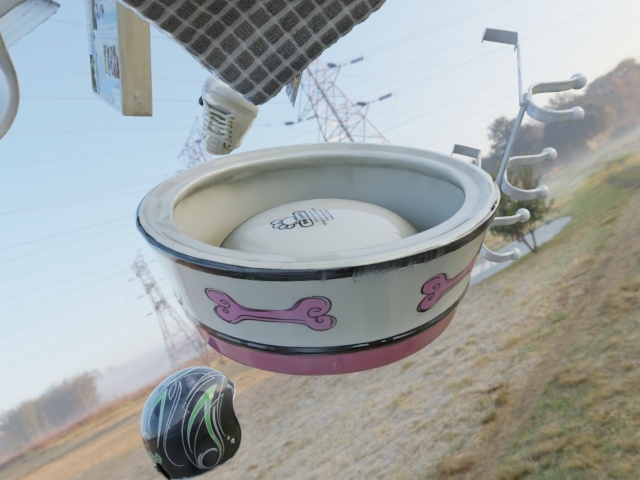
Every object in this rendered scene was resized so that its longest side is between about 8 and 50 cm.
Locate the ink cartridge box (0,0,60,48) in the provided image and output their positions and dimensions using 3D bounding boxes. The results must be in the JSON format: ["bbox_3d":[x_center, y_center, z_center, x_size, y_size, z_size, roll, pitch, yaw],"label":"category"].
[{"bbox_3d":[-0.531,-0.384,0.789,0.153,0.087,0.208,-39,25,-2],"label":"ink cartridge box"}]

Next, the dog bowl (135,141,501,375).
[{"bbox_3d":[0.000,0.000,0.596,0.407,0.151,0.408,-3,26,1],"label":"dog bowl"}]

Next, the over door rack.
[{"bbox_3d":[0.292,-0.156,0.736,0.324,0.108,0.240,-82,-2,-51],"label":"over door rack"}]

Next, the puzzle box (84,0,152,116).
[{"bbox_3d":[-0.391,-0.397,0.916,0.052,0.272,0.409,-7,22,-30],"label":"puzzle box"}]

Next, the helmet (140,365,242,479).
[{"bbox_3d":[-0.224,0.306,0.840,0.169,0.162,0.169,-12,1,0],"label":"helmet"}]

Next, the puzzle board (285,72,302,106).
[{"bbox_3d":[-0.062,-0.372,1.111,0.011,0.128,0.096,9,-60,-17],"label":"puzzle board"}]

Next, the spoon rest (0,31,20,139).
[{"bbox_3d":[-0.365,-0.220,0.499,0.084,0.137,0.276,-17,-42,-43],"label":"spoon rest"}]

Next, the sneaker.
[{"bbox_3d":[-0.189,-0.231,0.973,0.123,0.105,0.290,-63,2,-2],"label":"sneaker"}]

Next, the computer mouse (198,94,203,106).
[{"bbox_3d":[-0.221,-0.390,1.123,0.041,0.071,0.242,80,-158,-47],"label":"computer mouse"}]

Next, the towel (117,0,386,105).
[{"bbox_3d":[-0.035,-0.251,0.361,0.283,0.121,0.235,-34,-21,20],"label":"towel"}]
